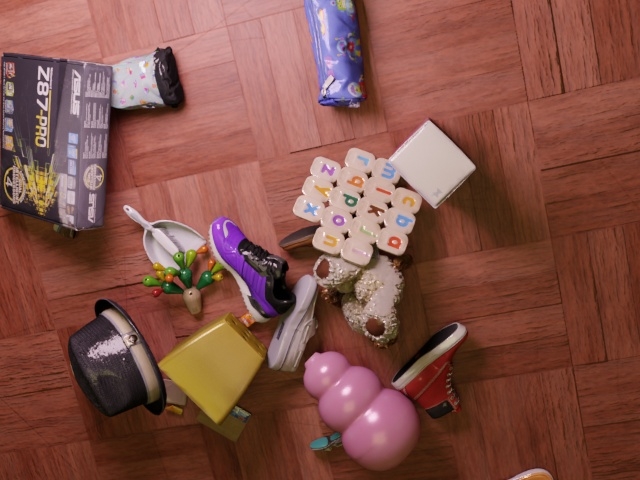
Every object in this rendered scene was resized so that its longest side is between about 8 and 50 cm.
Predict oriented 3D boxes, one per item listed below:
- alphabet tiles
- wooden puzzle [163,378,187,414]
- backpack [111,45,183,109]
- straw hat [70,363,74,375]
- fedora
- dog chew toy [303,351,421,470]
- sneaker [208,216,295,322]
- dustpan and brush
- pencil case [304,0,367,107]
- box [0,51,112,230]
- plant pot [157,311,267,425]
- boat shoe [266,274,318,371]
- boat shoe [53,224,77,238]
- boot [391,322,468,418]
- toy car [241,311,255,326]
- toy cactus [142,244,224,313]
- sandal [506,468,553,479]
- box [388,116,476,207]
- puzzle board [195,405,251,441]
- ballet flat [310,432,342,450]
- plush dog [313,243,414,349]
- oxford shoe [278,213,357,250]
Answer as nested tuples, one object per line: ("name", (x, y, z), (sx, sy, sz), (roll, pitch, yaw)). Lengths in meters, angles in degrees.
("alphabet tiles", (0.089, -0.082, 1.634), (0.278, 0.021, 0.284), (20, 67, 3))
("wooden puzzle", (-0.400, 0.414, 1.887), (0.078, 0.014, 0.116), (13, 103, 1))
("backpack", (-0.440, -0.387, 1.681), (0.182, 0.115, 0.152), (-6, 103, 12))
("straw hat", (-0.631, 0.353, 1.882), (0.144, 0.061, 0.144), (2, 102, 8))
("fedora", (-0.529, 0.318, 1.737), (0.152, 0.334, 0.334), (-26, 99, -32))
("dog chew toy", (0.092, 0.412, 1.730), (0.332, 0.206, 0.206), (45, 104, 6))
("sneaker", (-0.153, 0.056, 1.714), (0.146, 0.102, 0.293), (-22, 103, 34))
("dustpan and brush", (-0.418, -0.018, 1.778), (0.211, 0.060, 0.147), (45, 104, -2))
("pencil case", (0.031, -0.454, 1.594), (0.119, 0.133, 0.306), (-1, 102, 38))
("box", (-0.654, -0.246, 1.692), (0.318, 0.097, 0.395), (14, 104, 30))
("plant pot", (-0.252, 0.303, 1.754), (0.187, 0.212, 0.212), (-45, 92, 2))
("boat shoe", (-0.051, 0.217, 1.762), (0.088, 0.096, 0.267), (17, 98, -24))
("boat shoe", (-0.622, -0.082, 1.798), (0.066, 0.066, 0.183), (36, 114, -5))
("boot", (0.322, 0.333, 1.735), (0.176, 0.088, 0.244), (40, 112, -2))
("toy car", (-0.192, 0.167, 1.794), (0.060, 0.040, 0.122), (-16, 99, 11))
("toy cactus", (-0.333, 0.111, 1.768), (0.219, 0.112, 0.180), (-20, 122, -17))
("sandal", (0.480, 0.676, 1.782), (0.265, 0.076, 0.102), (-35, 94, 13))
("box", (0.252, -0.183, 1.563), (0.148, 0.232, 0.127), (44, 104, -3))
("puzzle board", (-0.264, 0.479, 1.882), (0.128, 0.011, 0.096), (29, 102, 1))
("ballet flat", (0.028, 0.539, 1.840), (0.114, 0.041, 0.041), (-27, 96, 13))
("plush dog", (0.117, 0.141, 1.676), (0.262, 0.210, 0.225), (46, 146, 21))
("oxford shoe", (0.000, 0.000, 1.720), (0.212, 0.076, 0.076), (-14, 112, 12))
